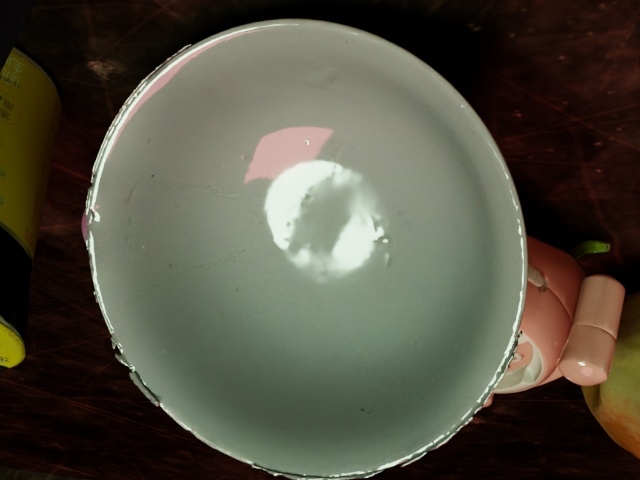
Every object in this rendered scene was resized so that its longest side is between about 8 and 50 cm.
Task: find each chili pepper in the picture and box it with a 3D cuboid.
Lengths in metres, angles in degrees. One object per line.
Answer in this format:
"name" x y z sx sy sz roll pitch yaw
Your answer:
"chili pepper" 0.269 0.017 0.837 0.030 0.017 0.083 7 156 0

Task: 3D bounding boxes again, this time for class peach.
"peach" 0.379 0.134 0.855 0.214 0.214 0.235 19 -174 -21

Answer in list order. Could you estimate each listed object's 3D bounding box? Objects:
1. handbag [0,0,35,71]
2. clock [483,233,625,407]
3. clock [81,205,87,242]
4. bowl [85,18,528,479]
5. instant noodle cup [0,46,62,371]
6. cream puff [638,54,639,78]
"handbag" -0.216 -0.166 0.335 0.118 0.269 0.326 10 153 -1
"clock" 0.140 0.049 0.817 0.241 0.142 0.227 29 151 -16
"clock" -0.130 -0.031 0.790 0.197 0.064 0.172 5 137 2
"bowl" 0.000 0.000 0.658 0.345 0.346 0.157 -3 -168 20
"instant noodle cup" -0.309 -0.037 0.641 0.215 0.236 0.216 5 153 3
"cream puff" 0.278 -0.113 0.512 0.148 0.085 0.149 8 154 4
